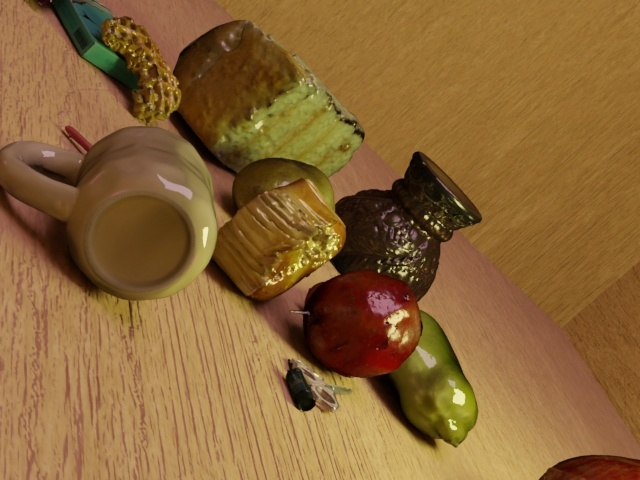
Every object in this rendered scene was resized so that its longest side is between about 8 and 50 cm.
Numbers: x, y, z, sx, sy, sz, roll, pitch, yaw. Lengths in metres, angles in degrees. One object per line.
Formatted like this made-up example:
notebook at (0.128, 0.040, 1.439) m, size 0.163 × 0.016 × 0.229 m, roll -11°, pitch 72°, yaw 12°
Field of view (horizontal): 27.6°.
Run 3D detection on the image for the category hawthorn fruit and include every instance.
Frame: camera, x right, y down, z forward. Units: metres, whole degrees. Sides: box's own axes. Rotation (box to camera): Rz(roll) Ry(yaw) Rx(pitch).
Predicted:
hawthorn fruit at (0.041, 0.128, 1.982) m, size 0.235 × 0.181 × 0.181 m, roll 4°, pitch 40°, yaw -41°

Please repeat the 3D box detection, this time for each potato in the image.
potato at (-0.065, -0.071, 2.277) m, size 0.169 × 0.143 × 0.248 m, roll 11°, pitch 6°, yaw 19°

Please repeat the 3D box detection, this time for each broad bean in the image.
broad bean at (0.182, 0.227, 2.199) m, size 0.238 × 0.119 × 0.291 m, roll 52°, pitch 10°, yaw -21°

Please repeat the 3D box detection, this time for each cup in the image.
cup at (-0.239, -0.061, 1.534) m, size 0.255 × 0.173 × 0.202 m, roll 44°, pitch 11°, yaw -19°

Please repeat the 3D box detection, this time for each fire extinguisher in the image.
fire extinguisher at (-0.030, 0.201, 1.789) m, size 0.083 × 0.025 × 0.038 m, roll -119°, pitch -161°, yaw -49°

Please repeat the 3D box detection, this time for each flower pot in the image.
flower pot at (0.167, -0.023, 2.621) m, size 0.266 × 0.267 × 0.266 m, roll 45°, pitch 12°, yaw -13°

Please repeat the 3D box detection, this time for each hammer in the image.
hammer at (-0.326, -0.133, 1.821) m, size 0.083 × 0.031 × 0.052 m, roll 43°, pitch 7°, yaw 8°

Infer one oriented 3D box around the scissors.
scissors at (0.014, 0.217, 1.912) m, size 0.100 × 0.015 × 0.189 m, roll 49°, pitch 11°, yaw 21°

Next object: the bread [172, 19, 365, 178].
bread at (-0.110, -0.266, 2.506) m, size 0.264 × 0.239 × 0.395 m, roll 53°, pitch 11°, yaw 24°

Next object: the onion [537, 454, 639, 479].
onion at (0.473, 0.481, 2.030) m, size 0.353 × 0.354 × 0.353 m, roll 45°, pitch 12°, yaw -12°

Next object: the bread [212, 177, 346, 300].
bread at (-0.058, 0.002, 1.968) m, size 0.133 × 0.179 × 0.250 m, roll 53°, pitch 12°, yaw 6°

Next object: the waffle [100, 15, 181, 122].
waffle at (-0.304, -0.296, 2.222) m, size 0.194 × 0.051 × 0.149 m, roll 62°, pitch 23°, yaw -8°

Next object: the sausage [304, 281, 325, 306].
sausage at (0.057, 0.123, 2.223) m, size 0.074 × 0.074 × 0.274 m, roll 52°, pitch 13°, yaw 22°

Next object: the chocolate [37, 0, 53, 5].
chocolate at (-0.460, -0.446, 2.239) m, size 0.086 × 0.028 × 0.182 m, roll 38°, pitch 29°, yaw 7°

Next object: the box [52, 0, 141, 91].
box at (-0.396, -0.368, 2.306) m, size 0.162 × 0.041 × 0.229 m, roll 32°, pitch 19°, yaw -51°
